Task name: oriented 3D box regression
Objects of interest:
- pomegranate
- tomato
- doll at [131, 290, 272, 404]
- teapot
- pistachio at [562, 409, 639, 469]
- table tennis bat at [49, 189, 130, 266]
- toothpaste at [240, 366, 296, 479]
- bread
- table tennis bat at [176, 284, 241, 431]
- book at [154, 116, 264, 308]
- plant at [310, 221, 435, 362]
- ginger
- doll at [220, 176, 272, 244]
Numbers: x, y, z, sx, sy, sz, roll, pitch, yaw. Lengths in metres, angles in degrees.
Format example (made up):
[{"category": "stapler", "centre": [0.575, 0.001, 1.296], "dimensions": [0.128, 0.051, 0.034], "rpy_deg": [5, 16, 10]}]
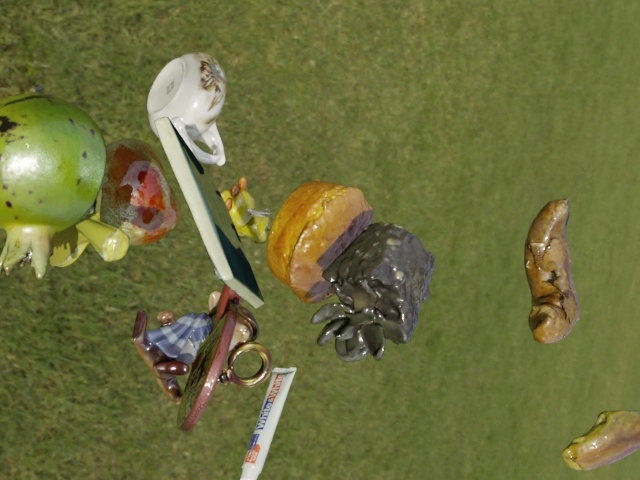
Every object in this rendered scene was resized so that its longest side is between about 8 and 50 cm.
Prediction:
[{"category": "pomegranate", "centre": [-0.498, -0.096, 1.305], "dimensions": [0.260, 0.260, 0.341], "rpy_deg": [36, 48, -59]}, {"category": "tomato", "centre": [-0.484, -0.112, 1.915], "dimensions": [0.222, 0.270, 0.270], "rpy_deg": [-27, 136, -3]}, {"category": "doll", "centre": [-0.324, 0.290, 2.095], "dimensions": [0.339, 0.209, 0.318], "rpy_deg": [-24, 92, -26]}, {"category": "teapot", "centre": [-0.270, -0.283, 1.596], "dimensions": [0.139, 0.204, 0.298], "rpy_deg": [29, 42, -40]}, {"category": "pistachio", "centre": [0.476, 0.324, 1.243], "dimensions": [0.173, 0.049, 0.089], "rpy_deg": [-20, 104, -17]}, {"category": "table tennis bat", "centre": [-0.466, -0.039, 1.495], "dimensions": [0.054, 0.368, 0.224], "rpy_deg": [19, 93, -41]}, {"category": "toothpaste", "centre": [-0.091, 0.308, 1.292], "dimensions": [0.033, 0.052, 0.218], "rpy_deg": [54, 40, -36]}, {"category": "bread", "centre": [0.001, 0.004, 1.846], "dimensions": [0.312, 0.172, 0.312], "rpy_deg": [-37, 141, -38]}, {"category": "table tennis bat", "centre": [-0.234, 0.230, 1.702], "dimensions": [0.268, 0.051, 0.415], "rpy_deg": [-49, -158, 54]}, {"category": "book", "centre": [-0.171, -0.028, 1.253], "dimensions": [0.379, 0.031, 0.264], "rpy_deg": [75, -9, -78]}, {"category": "plant", "centre": [0.102, 0.109, 1.546], "dimensions": [0.188, 0.199, 0.276], "rpy_deg": [43, 67, -31]}, {"category": "ginger", "centre": [0.471, 0.073, 1.561], "dimensions": [0.133, 0.107, 0.309], "rpy_deg": [49, 40, -51]}, {"category": "doll", "centre": [-0.218, -0.076, 2.105], "dimensions": [0.143, 0.135, 0.221], "rpy_deg": [-63, 159, -18]}]
